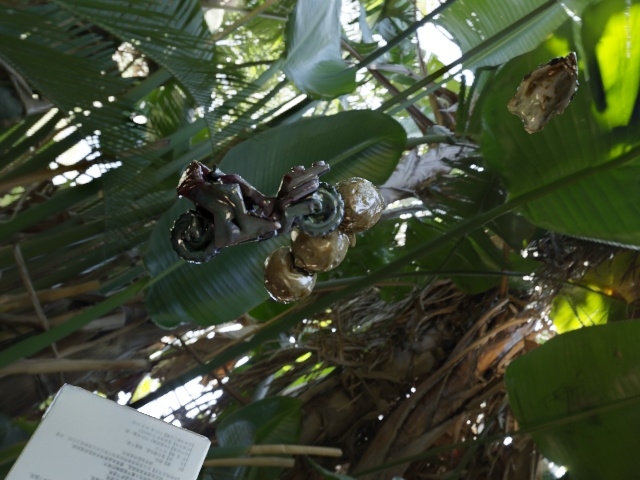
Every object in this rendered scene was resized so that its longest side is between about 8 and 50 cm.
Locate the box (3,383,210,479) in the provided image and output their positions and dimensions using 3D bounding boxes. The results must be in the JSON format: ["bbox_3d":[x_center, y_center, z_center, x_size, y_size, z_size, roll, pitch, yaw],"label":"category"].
[{"bbox_3d":[-0.282,0.351,0.563,0.200,0.299,0.106,24,-35,-6],"label":"box"}]

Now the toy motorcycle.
[{"bbox_3d":[-0.081,-0.048,0.582,0.213,0.082,0.122,-12,-86,4],"label":"toy motorcycle"}]

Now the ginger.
[{"bbox_3d":[0.000,0.000,0.651,0.080,0.104,0.204,45,-75,6],"label":"ginger"}]

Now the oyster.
[{"bbox_3d":[0.427,-0.284,0.915,0.103,0.051,0.148,39,-57,-10],"label":"oyster"}]
